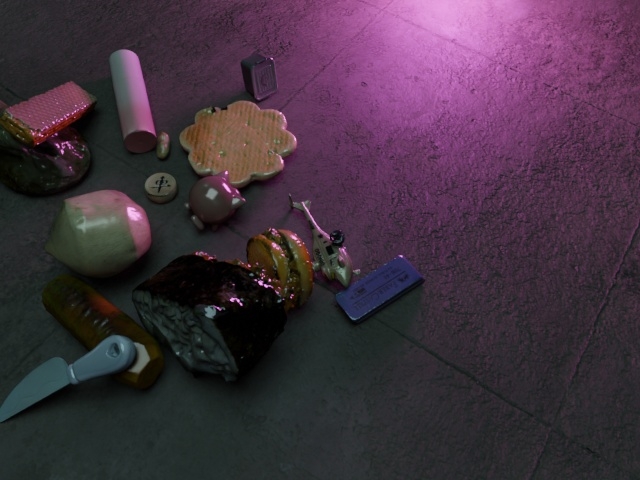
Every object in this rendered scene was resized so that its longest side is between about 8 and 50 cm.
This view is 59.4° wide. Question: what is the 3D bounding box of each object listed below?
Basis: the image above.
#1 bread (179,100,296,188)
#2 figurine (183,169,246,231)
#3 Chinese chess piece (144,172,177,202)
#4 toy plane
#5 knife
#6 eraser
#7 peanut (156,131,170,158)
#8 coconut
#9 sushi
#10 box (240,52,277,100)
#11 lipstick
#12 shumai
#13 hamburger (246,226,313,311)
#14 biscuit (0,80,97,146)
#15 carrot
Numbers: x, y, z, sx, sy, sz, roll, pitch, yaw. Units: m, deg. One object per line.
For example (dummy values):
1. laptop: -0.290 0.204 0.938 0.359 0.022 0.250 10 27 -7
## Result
1. bread: -0.220 -0.263 1.520 0.316 0.054 0.316 2 56 -3
2. figurine: -0.262 -0.097 1.380 0.138 0.125 0.125 -34 65 -5
3. Chinese chess piece: -0.408 -0.135 1.437 0.084 0.034 0.084 2 56 -3
4. toy plane: 0.000 0.000 1.352 0.108 0.092 0.286 -22 59 -5
5. knife: -0.511 0.265 1.103 0.331 0.044 0.080 -24 72 11
6. eraser: 0.142 0.112 1.317 0.225 0.036 0.082 -29 62 -20
7. peanut: -0.424 -0.256 1.513 0.037 0.037 0.083 -5 59 -7
8. coconut: -0.499 -0.011 1.258 0.224 0.224 0.224 2 58 -3
9. sushi: -0.224 0.156 1.159 0.348 0.234 0.207 14 40 37
10. box: -0.179 -0.478 1.625 0.084 0.122 0.069 -33 54 -24
11. lipstick: -0.524 -0.392 1.560 0.087 0.087 0.327 -14 60 -12
12. shumai: -0.722 -0.246 1.390 0.272 0.203 0.222 -4 59 -11
13. hamburger: -0.092 0.060 1.256 0.118 0.182 0.191 -13 50 -30
14. biscuit: -0.667 -0.324 1.405 0.094 0.054 0.378 36 22 -14
15. carrot: -0.457 0.191 1.184 0.302 0.114 0.114 35 62 21
